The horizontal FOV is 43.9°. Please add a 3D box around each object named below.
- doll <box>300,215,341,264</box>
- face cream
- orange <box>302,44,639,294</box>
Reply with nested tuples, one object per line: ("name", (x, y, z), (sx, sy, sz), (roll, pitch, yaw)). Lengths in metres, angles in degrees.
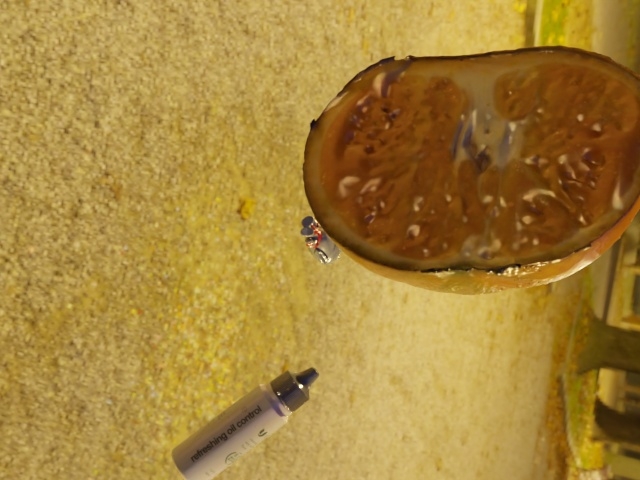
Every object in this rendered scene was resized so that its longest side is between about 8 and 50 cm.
("doll", (0.000, 0.000, 1.741), (0.180, 0.079, 0.094), (45, 41, -57))
("face cream", (-0.131, 0.338, 1.495), (0.311, 0.092, 0.092), (-36, 147, -2))
("orange", (0.145, -0.070, 0.784), (0.274, 0.310, 0.274), (-172, -90, -79))
